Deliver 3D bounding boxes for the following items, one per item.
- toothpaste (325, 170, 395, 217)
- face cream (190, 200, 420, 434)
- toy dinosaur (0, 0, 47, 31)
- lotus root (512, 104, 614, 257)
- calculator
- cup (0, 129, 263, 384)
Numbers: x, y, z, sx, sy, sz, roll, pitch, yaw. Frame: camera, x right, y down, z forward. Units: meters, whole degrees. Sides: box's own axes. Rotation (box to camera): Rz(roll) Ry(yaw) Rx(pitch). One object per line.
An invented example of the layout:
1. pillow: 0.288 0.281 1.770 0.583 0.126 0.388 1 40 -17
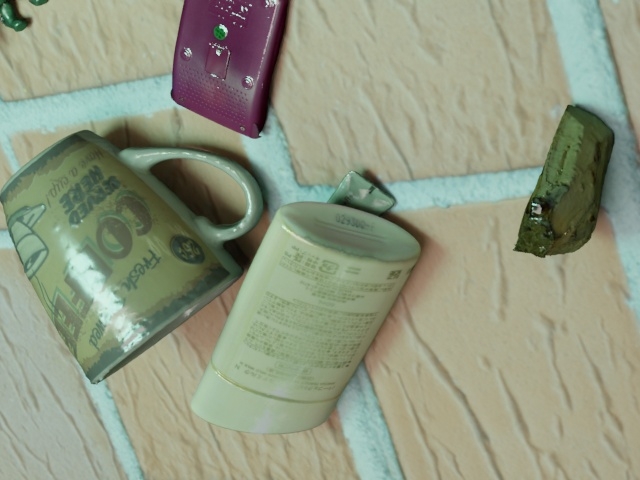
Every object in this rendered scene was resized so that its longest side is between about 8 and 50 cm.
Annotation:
1. toothpaste: 0.000 0.000 1.792 0.064 0.041 0.218 36 128 -11
2. face cream: -0.023 0.105 1.811 0.173 0.081 0.348 13 133 -14
3. toy dinosaur: -0.396 -0.274 1.848 0.120 0.079 0.292 31 126 19
4. lotus root: 0.248 -0.039 1.559 0.070 0.144 0.143 20 134 11
5. calculator: -0.107 -0.215 1.735 0.126 0.034 0.190 26 126 18
6. cup: -0.221 -0.017 1.824 0.301 0.227 0.257 -36 91 11
